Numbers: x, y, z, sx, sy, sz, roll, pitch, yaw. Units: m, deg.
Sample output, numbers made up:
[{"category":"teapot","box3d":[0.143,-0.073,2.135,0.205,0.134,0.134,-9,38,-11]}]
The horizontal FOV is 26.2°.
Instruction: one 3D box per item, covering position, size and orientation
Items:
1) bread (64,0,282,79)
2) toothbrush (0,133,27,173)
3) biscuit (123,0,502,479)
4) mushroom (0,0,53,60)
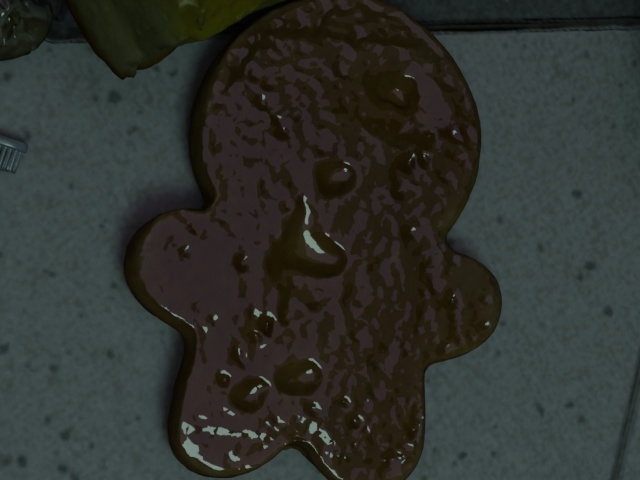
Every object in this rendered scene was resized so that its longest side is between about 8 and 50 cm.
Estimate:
[{"category":"bread","box3d":[-0.066,-0.313,0.906,0.333,0.143,0.323,-30,100,-31]},{"category":"toothbrush","box3d":[-0.336,-0.100,0.915,0.286,0.020,0.025,19,88,-13]},{"category":"biscuit","box3d":[-0.001,0.000,0.983,0.275,0.052,0.355,6,84,-15]},{"category":"mushroom","box3d":[-0.241,-0.230,0.913,0.116,0.093,0.225,-10,84,-36]}]
